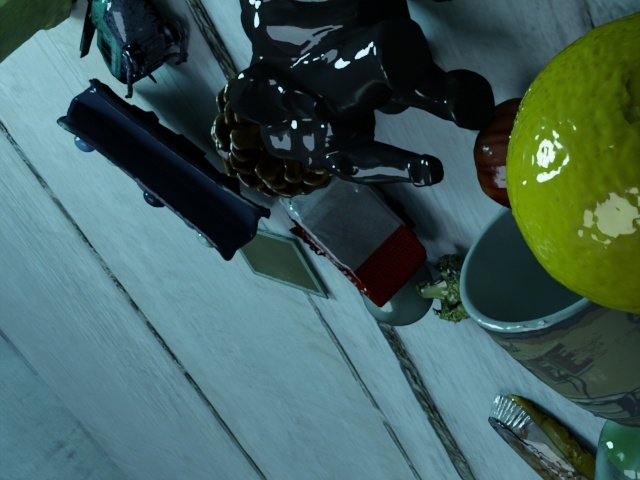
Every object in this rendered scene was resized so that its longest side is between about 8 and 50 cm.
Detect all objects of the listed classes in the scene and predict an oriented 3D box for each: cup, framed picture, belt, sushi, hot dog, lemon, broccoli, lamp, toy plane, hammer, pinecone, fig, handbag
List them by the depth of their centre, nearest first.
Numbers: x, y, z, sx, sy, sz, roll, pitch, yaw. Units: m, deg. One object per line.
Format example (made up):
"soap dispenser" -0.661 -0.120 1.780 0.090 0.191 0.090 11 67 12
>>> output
"lemon" 0.298 -0.067 1.184 0.293 0.293 0.293 32 155 17
"fig" 0.236 -0.092 1.433 0.150 0.128 0.128 -3 152 -4
"cup" 0.300 0.069 1.529 0.257 0.227 0.301 50 -176 -32
"pinecone" -0.044 -0.144 1.675 0.185 0.169 0.212 26 169 -2
"hammer" 0.527 0.344 1.785 0.335 0.119 0.206 21 153 23
"toy plane" -0.266 -0.310 1.802 0.155 0.106 0.382 48 163 10
"belt" 0.052 -0.020 1.811 0.201 0.124 0.128 45 175 -1
"broccoli" 0.174 0.067 1.826 0.092 0.095 0.097 -7 177 6
"lamp" 0.110 0.071 1.898 0.105 0.105 0.105 32 155 17
"handbag" -0.228 -0.104 1.994 0.325 0.118 0.269 39 -176 -3
"sushi" 0.000 0.000 2.010 0.099 0.047 0.050 15 150 46
"hot dog" 0.355 0.326 2.044 0.252 0.069 0.131 43 165 -1
"framed picture" -0.077 0.027 2.214 0.183 0.011 0.142 16 147 43

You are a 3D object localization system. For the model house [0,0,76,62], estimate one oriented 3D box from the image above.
"model house" -0.529 -0.369 1.876 0.321 0.266 0.261 39 152 3

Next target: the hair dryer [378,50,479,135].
"hair dryer" 0.148 -0.150 1.536 0.197 0.057 0.100 32 157 4

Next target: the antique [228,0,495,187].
"antique" 0.028 -0.212 1.396 0.255 0.185 0.322 -1 106 45
